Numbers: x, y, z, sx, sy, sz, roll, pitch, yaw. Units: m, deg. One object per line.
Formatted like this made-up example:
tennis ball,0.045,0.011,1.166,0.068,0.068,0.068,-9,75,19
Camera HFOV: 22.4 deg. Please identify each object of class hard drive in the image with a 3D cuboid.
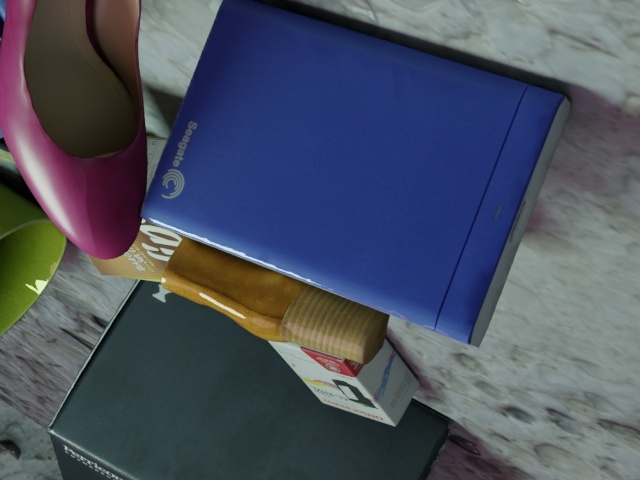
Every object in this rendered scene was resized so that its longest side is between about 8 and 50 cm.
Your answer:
hard drive,0.022,-0.064,1.336,0.318,0.210,0.040,20,178,25

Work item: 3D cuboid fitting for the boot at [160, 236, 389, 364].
boot,-0.001,0.001,1.475,0.211,0.295,0.104,23,120,16

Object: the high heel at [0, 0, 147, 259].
high heel,-0.189,-0.156,1.305,0.181,0.127,0.377,12,120,57

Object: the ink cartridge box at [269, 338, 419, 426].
ink cartridge box,0.031,0.153,2.048,0.127,0.072,0.175,14,154,37

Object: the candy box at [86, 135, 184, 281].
candy box,-0.103,-0.023,1.680,0.316,0.088,0.183,6,152,16

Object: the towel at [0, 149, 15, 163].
towel,-0.417,-0.143,2.025,0.110,0.027,0.148,19,158,31

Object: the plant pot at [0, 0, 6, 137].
plant pot,-0.397,-0.213,1.486,0.236,0.236,0.212,64,180,-56

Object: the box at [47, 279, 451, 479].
box,-0.109,0.325,2.348,0.480,0.297,0.472,28,158,6

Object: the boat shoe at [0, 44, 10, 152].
boat shoe,-0.432,-0.184,1.764,0.500,0.156,0.187,12,155,44

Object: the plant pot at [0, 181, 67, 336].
plant pot,-0.551,-0.016,2.227,0.293,0.275,0.275,41,163,15
